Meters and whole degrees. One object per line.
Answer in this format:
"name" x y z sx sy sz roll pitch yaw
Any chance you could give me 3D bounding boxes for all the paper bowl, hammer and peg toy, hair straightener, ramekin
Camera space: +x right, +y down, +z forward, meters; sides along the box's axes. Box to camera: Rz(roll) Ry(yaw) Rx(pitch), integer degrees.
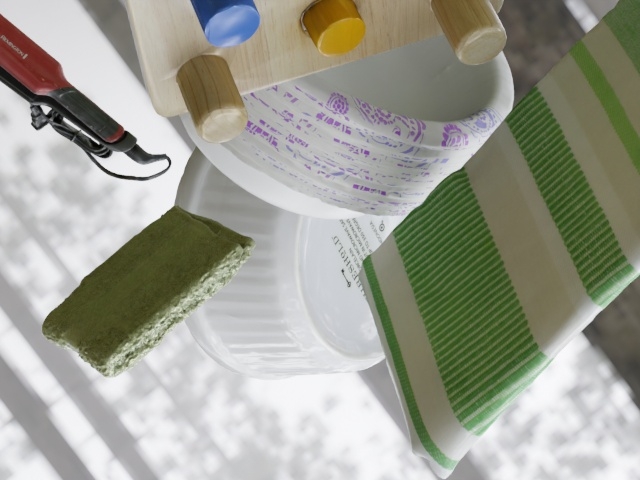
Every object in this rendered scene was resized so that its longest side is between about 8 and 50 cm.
"paper bowl" -0.001 -0.129 1.573 0.148 0.284 0.284 -56 174 32
"hammer and peg toy" -0.017 -0.229 1.215 0.266 0.127 0.361 -18 145 -6
"hair straightener" -0.239 -0.128 1.854 0.047 0.230 0.089 -58 -175 -24
"ramekin" 0.000 0.000 1.813 0.127 0.272 0.273 5 -146 40

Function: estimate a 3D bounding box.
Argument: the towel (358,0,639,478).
"towel" 0.158 -0.015 1.365 0.325 0.038 0.248 -46 -151 20

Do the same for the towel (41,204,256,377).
"towel" -0.124 0.035 1.434 0.148 0.027 0.110 -42 -144 -17
